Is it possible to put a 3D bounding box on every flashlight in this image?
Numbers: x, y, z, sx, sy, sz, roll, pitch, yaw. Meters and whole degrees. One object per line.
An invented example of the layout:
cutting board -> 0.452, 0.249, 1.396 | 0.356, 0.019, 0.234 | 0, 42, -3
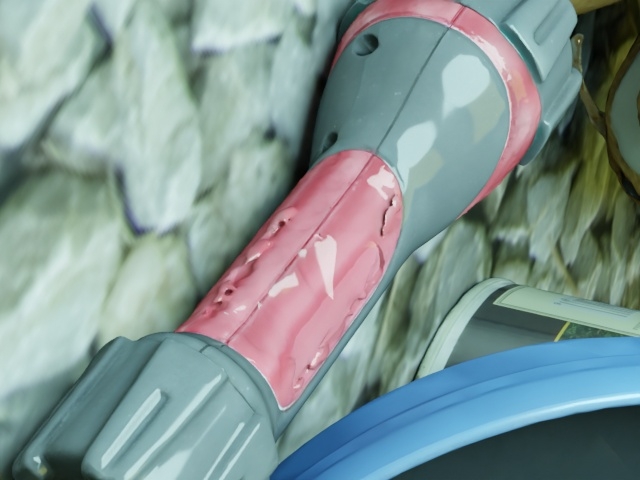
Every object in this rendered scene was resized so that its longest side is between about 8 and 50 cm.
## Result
flashlight -> 0.000, 0.000, 0.608 | 0.103, 0.103, 0.304 | 56, 48, -20

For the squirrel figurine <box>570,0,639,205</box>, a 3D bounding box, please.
squirrel figurine -> 0.289, -0.177, 0.834 | 0.397, 0.281, 0.370 | -40, 148, -15

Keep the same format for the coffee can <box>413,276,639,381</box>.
coffee can -> 0.200, 0.144, 0.854 | 0.201, 0.275, 0.201 | -34, 130, -53

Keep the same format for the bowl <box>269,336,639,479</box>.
bowl -> 0.111, 0.217, 0.654 | 0.077, 0.391, 0.391 | -107, -164, -67
